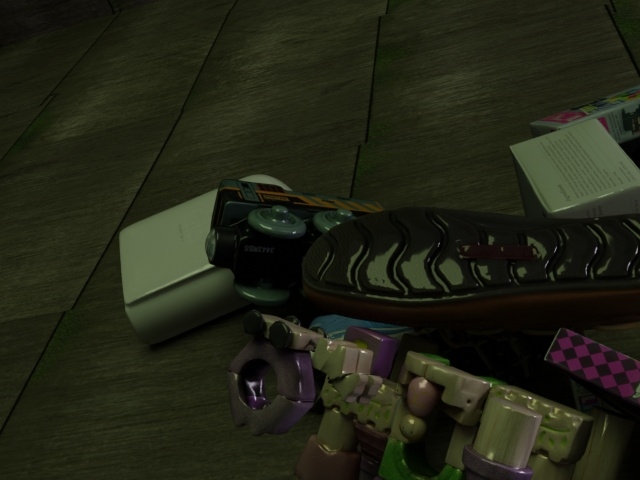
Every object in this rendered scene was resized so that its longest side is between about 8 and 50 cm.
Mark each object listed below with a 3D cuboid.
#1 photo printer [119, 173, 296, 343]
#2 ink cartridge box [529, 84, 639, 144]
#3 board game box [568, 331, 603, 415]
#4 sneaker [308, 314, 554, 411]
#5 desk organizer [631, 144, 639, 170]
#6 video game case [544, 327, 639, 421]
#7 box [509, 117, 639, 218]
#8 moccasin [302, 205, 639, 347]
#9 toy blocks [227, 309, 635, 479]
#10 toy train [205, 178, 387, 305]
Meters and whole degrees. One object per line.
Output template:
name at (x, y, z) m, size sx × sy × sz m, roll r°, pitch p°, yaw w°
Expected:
photo printer at (-0.163, 0.014, 1.386) m, size 0.307 × 0.107 × 0.256 m, roll -22°, pitch 32°, yaw -1°
ink cartridge box at (0.490, -0.201, 1.313) m, size 0.311 × 0.065 × 0.186 m, roll -17°, pitch 9°, yaw 3°
board game box at (0.282, 0.132, 0.954) m, size 0.026 × 0.103 × 0.154 m, roll -13°, pitch 33°, yaw 13°
sneaker at (0.116, 0.110, 1.062) m, size 0.330 × 0.130 × 0.147 m, roll -8°, pitch 37°, yaw 21°
desk organizer at (0.489, -0.105, 1.234) m, size 0.047 × 0.050 × 0.130 m, roll -20°, pitch 32°, yaw 2°
video game case at (0.345, 0.168, 0.775) m, size 0.232 × 0.210 × 0.042 m, roll 26°, pitch 85°, yaw 49°
box at (0.330, -0.025, 1.085) m, size 0.119 × 0.181 × 0.182 m, roll -17°, pitch 32°, yaw 6°
moccasin at (0.171, 0.042, 0.912) m, size 0.380 × 0.147 × 0.139 m, roll -5°, pitch 52°, yaw 2°
toy blocks at (0.083, 0.237, 0.788) m, size 0.288 × 0.309 × 0.260 m, roll 19°, pitch 92°, yaw 36°
toy train at (0.000, 0.000, 1.191) m, size 0.334 × 0.142 × 0.190 m, roll 4°, pitch 25°, yaw -19°
